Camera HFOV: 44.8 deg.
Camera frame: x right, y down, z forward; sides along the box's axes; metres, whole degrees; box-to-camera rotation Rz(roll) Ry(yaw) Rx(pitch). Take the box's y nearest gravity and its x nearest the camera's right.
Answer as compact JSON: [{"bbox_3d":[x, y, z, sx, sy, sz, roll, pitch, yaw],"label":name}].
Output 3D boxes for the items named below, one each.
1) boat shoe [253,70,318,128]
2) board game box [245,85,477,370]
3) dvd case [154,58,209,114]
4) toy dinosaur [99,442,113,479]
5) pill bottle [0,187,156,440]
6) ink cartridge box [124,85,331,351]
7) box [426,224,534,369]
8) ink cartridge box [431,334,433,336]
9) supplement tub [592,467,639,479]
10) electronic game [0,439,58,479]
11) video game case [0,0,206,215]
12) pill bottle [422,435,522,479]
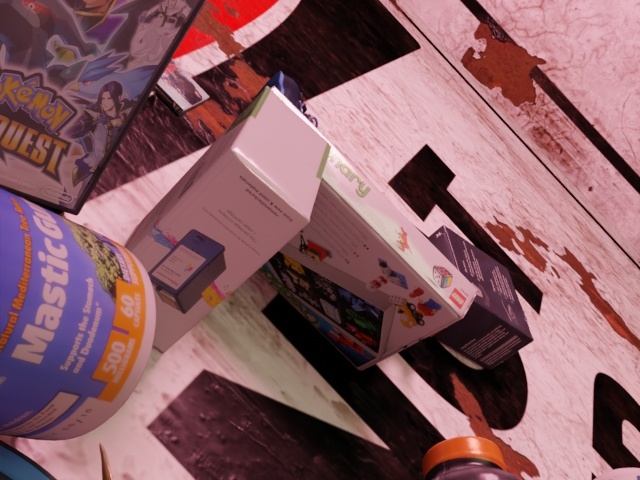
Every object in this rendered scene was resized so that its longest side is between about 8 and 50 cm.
[{"bbox_3d":[-0.048,-0.176,1.125,0.089,0.109,0.258,42,29,-18],"label":"boat shoe"},{"bbox_3d":[0.000,0.000,0.861,0.305,0.193,0.053,45,50,-6],"label":"board game box"},{"bbox_3d":[-0.212,-0.225,1.052,0.119,0.013,0.087,45,27,-4],"label":"dvd case"},{"bbox_3d":[-0.110,0.220,0.495,0.053,0.093,0.183,-14,84,-54],"label":"toy dinosaur"},{"bbox_3d":[-0.239,0.028,0.459,0.272,0.152,0.152,34,26,-55],"label":"pill bottle"},{"bbox_3d":[-0.099,-0.020,0.724,0.093,0.212,0.154,42,27,-16],"label":"ink cartridge box"},{"bbox_3d":[0.221,0.086,1.176,0.158,0.093,0.156,32,31,-29],"label":"box"},{"bbox_3d":[0.065,0.034,0.973,0.224,0.056,0.181,56,-7,10],"label":"ink cartridge box"},{"bbox_3d":[0.402,0.400,0.963,0.144,0.144,0.199,42,28,-11],"label":"supplement tub"},{"bbox_3d":[-0.211,0.169,0.420,0.229,0.048,0.229,34,9,-6],"label":"electronic game"},{"bbox_3d":[-0.241,-0.165,0.627,0.035,0.248,0.275,34,4,32],"label":"video game case"},{"bbox_3d":[0.157,0.311,0.744,0.130,0.130,0.245,33,30,-25],"label":"pill bottle"}]
